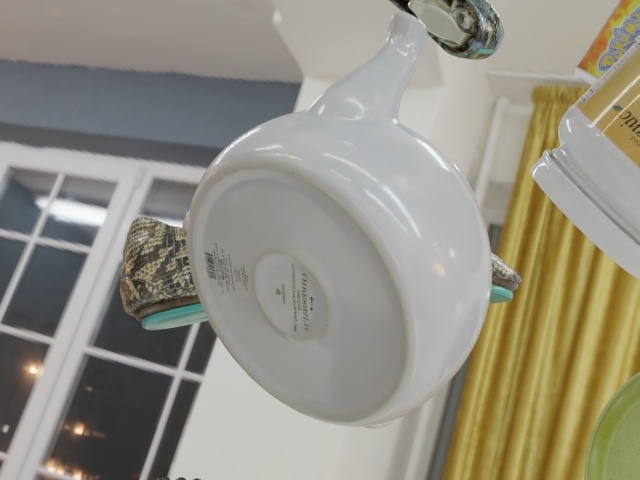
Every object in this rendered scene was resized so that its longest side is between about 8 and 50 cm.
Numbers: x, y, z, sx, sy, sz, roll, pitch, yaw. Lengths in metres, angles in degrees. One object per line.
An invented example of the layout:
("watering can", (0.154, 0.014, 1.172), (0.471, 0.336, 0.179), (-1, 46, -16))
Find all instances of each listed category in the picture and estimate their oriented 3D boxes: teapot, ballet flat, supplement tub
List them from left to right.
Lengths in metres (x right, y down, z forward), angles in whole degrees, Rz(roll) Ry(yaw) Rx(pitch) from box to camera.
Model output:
("ballet flat", (0.000, 0.000, 1.052), (0.483, 0.181, 0.164), (-4, -13, -5))
("teapot", (0.036, 0.009, 0.672), (0.252, 0.187, 0.256), (53, -44, 6))
("ballet flat", (0.088, -0.235, 0.796), (0.188, 0.070, 0.070), (41, -15, 11))
("supplement tub", (0.263, -0.080, 0.611), (0.144, 0.199, 0.144), (37, 19, -15))

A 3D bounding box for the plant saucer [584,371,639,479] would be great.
("plant saucer", (0.358, 0.219, 0.778), (0.241, 0.240, 0.037), (14, -8, 10))

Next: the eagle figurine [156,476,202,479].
("eagle figurine", (-0.171, 0.296, 0.563), (0.227, 0.225, 0.298), (-9, 7, 14))

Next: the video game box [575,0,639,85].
("video game box", (0.357, -0.186, 0.750), (0.187, 0.205, 0.048), (34, 7, 17))
